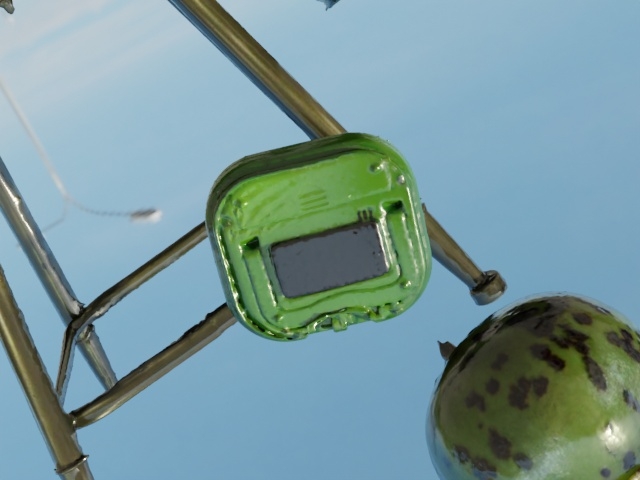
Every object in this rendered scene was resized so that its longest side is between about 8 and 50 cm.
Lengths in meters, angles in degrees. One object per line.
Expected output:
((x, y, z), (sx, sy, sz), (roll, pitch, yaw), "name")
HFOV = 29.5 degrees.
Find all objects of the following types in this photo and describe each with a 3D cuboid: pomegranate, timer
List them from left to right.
((0.000, 0.000, 0.788), (0.140, 0.128, 0.047), (-13, -161, 2), "timer")
((0.120, 0.096, 0.573), (0.122, 0.161, 0.122), (-45, 171, -9), "pomegranate")

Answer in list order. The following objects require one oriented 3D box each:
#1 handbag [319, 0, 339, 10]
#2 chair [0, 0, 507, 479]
((0.054, -0.294, 0.938), (0.238, 0.089, 0.326), (-47, -172, 7), "handbag")
((-0.150, -0.060, 0.981), (0.362, 0.410, 0.364), (-35, -164, 0), "chair")
